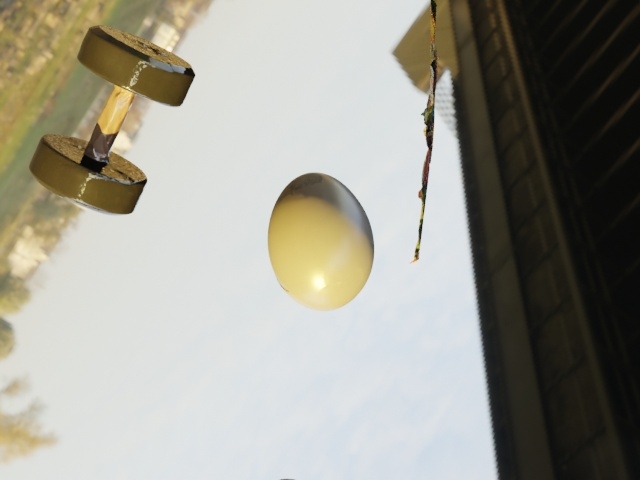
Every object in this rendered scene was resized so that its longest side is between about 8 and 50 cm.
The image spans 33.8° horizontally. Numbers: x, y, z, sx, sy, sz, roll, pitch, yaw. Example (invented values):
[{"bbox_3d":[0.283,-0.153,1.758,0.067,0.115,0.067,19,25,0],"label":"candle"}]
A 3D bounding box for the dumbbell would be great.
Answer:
[{"bbox_3d":[-0.274,-0.158,1.388,0.218,0.152,0.152,-63,-166,11],"label":"dumbbell"}]

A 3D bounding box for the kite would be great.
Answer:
[{"bbox_3d":[0.126,-0.127,1.261,0.234,0.016,0.321,42,53,-82],"label":"kite"}]

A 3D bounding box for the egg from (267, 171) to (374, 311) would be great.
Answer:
[{"bbox_3d":[0.000,0.000,1.446,0.146,0.146,0.199,-40,-133,49],"label":"egg"}]

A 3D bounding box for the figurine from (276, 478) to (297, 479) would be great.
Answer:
[{"bbox_3d":[-0.039,0.362,1.270,0.157,0.114,0.126,-132,-124,-73],"label":"figurine"}]
